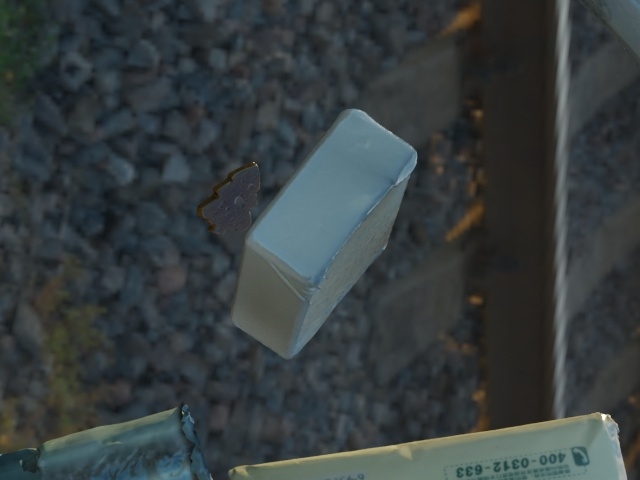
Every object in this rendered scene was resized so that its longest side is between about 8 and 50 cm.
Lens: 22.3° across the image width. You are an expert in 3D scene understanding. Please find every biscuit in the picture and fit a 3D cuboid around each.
[{"bbox_3d":[-0.098,-0.048,1.806,0.082,0.016,0.092,16,105,-47],"label":"biscuit"}]

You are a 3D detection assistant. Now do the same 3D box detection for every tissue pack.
[{"bbox_3d":[0.112,0.343,1.515,0.207,0.380,0.297,88,-5,-61],"label":"tissue pack"}]

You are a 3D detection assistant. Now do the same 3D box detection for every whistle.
[{"bbox_3d":[-0.202,0.143,0.740,0.062,0.312,0.062,-16,90,-89],"label":"whistle"}]

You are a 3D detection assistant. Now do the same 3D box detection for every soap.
[{"bbox_3d":[0.000,0.000,1.095,0.121,0.064,0.183,-52,173,-19],"label":"soap"}]

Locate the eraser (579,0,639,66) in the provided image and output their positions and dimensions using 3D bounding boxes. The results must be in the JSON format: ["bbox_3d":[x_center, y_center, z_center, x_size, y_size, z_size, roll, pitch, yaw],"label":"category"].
[{"bbox_3d":[0.187,-0.237,1.211,0.081,0.227,0.174,-45,180,12],"label":"eraser"}]
